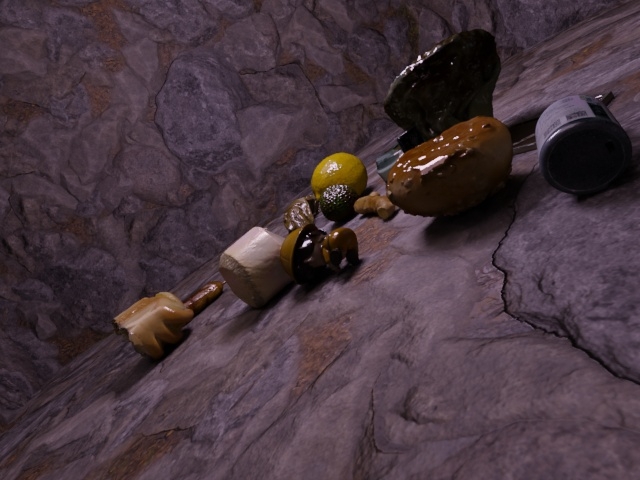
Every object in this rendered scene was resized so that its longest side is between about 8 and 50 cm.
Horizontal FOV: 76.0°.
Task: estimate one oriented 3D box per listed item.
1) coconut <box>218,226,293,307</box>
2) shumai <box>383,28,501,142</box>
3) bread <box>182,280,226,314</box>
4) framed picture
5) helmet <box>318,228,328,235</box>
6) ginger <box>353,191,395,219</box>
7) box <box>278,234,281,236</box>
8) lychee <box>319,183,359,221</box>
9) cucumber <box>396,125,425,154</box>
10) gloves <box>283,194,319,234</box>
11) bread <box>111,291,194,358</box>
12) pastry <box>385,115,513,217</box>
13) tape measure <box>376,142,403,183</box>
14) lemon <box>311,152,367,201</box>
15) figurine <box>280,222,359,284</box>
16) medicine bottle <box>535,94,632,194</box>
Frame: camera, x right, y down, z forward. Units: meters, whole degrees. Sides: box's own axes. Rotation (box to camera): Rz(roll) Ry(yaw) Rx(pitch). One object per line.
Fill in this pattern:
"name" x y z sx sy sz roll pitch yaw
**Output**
"coconut" -0.198 0.078 1.387 0.244 0.239 0.239 -45 16 -29
"shumai" 0.432 -0.427 1.320 0.396 0.347 0.395 -24 -10 -4
"bread" -0.553 0.273 1.860 0.344 0.084 0.124 -40 15 -24
"framed picture" 0.630 -0.318 1.188 0.232 0.024 0.315 -40 15 -21
"helmet" 0.000 0.002 1.541 0.065 0.049 0.083 13 70 30
"ginger" 0.199 -0.123 1.467 0.118 0.065 0.299 -39 16 0
"box" -0.271 0.029 2.161 0.156 0.022 0.089 -34 13 3
"lychee" 0.077 -0.158 1.683 0.171 0.171 0.171 -33 13 9
"cucumber" 0.319 -0.252 1.297 0.078 0.211 0.062 -29 12 15
"gloves" -0.100 -0.134 2.058 0.154 0.141 0.331 -27 16 27
"bread" -0.649 0.338 1.627 0.270 0.211 0.316 -38 24 -34
"pastry" 0.325 -0.161 1.022 0.316 0.184 0.284 -28 18 18
"tape measure" 0.352 -0.324 1.638 0.262 0.138 0.259 -33 12 9
"lemon" 0.088 -0.274 1.886 0.267 0.267 0.267 -33 13 9
"figurine" -0.007 0.028 1.221 0.257 0.167 0.192 -22 5 37
"medicine bottle" 0.515 -0.210 0.828 0.141 0.141 0.293 -26 17 35
